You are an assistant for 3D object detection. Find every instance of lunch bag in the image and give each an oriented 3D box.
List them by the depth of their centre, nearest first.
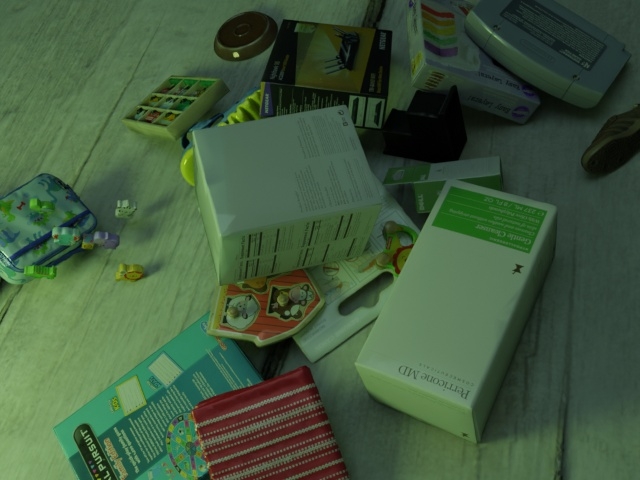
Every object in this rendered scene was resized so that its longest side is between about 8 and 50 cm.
[{"bbox_3d":[-0.581,-0.024,1.536,0.176,0.090,0.219,47,52,6],"label":"lunch bag"}]

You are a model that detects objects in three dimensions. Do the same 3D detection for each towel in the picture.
[{"bbox_3d":[-0.065,0.345,1.135,0.199,0.031,0.275,-20,74,-4],"label":"towel"}]

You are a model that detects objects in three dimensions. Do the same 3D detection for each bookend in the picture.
[{"bbox_3d":[0.187,-0.227,1.439,0.157,0.156,0.072,13,64,27],"label":"bookend"}]

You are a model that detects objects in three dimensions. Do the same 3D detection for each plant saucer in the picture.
[{"bbox_3d":[-0.189,-0.509,1.850,0.168,0.029,0.168,-9,55,13],"label":"plant saucer"}]

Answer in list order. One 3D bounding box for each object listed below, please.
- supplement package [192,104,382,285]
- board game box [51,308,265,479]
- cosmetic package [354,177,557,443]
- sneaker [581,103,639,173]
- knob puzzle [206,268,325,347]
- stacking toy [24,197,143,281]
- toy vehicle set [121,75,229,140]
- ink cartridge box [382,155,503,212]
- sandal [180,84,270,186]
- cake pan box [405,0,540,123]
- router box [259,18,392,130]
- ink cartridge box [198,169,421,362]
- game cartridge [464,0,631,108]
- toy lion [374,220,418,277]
[{"bbox_3d":[-0.065,-0.073,1.267,0.263,0.198,0.199,-12,66,-14],"label":"supplement package"},{"bbox_3d":[-0.244,0.313,1.253,0.336,0.079,0.254,-37,53,-8],"label":"board game box"},{"bbox_3d":[0.225,0.104,1.195,0.197,0.155,0.365,17,62,24],"label":"cosmetic package"},{"bbox_3d":[0.535,-0.185,1.362,0.188,0.066,0.071,-31,35,-11],"label":"sneaker"},{"bbox_3d":[-0.088,0.092,1.303,0.213,0.030,0.213,0,57,-1],"label":"knob puzzle"},{"bbox_3d":[-0.465,-0.005,1.490,0.221,0.052,0.167,4,58,-24],"label":"stacking toy"},{"bbox_3d":[-0.329,-0.301,1.684,0.166,0.035,0.267,-47,33,-17],"label":"toy vehicle set"},{"bbox_3d":[0.225,-0.099,1.368,0.209,0.062,0.109,-5,22,15],"label":"ink cartridge box"},{"bbox_3d":[-0.183,-0.249,1.609,0.317,0.126,0.138,-35,38,-12],"label":"sandal"},{"bbox_3d":[0.298,-0.366,1.478,0.267,0.070,0.245,16,54,-16],"label":"cake pan box"},{"bbox_3d":[0.019,-0.345,1.535,0.243,0.081,0.309,6,39,2],"label":"router box"},{"bbox_3d":[0.000,0.000,1.413,0.308,0.091,0.385,-35,69,-8],"label":"ink cartridge box"},{"bbox_3d":[0.432,-0.380,1.444,0.297,0.062,0.198,36,61,10],"label":"game cartridge"},{"bbox_3d":[0.149,0.024,1.327,0.096,0.034,0.100,14,71,1],"label":"toy lion"}]
